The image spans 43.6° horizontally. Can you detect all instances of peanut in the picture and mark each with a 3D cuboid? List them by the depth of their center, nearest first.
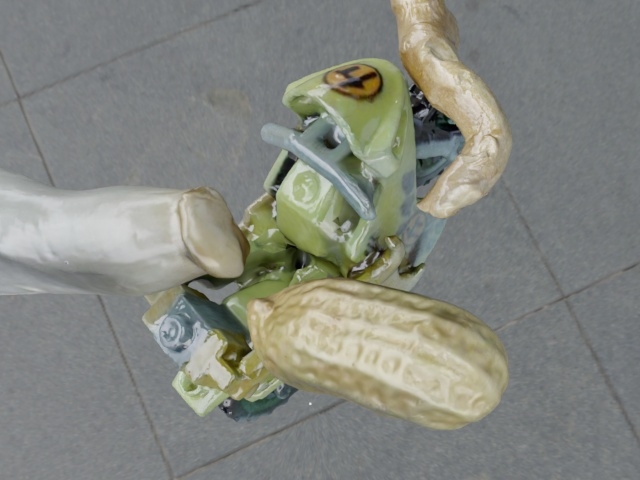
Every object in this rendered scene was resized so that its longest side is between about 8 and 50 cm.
[{"bbox_3d":[0.034,0.071,0.535,0.194,0.093,0.083,10,87,36],"label":"peanut"}]

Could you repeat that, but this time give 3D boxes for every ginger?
[{"bbox_3d":[0.091,-0.139,0.611,0.075,0.089,0.287,-14,60,14],"label":"ginger"}]

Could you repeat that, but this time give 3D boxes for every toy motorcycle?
[{"bbox_3d":[0.000,0.000,0.738,0.169,0.237,0.410,39,100,33],"label":"toy motorcycle"}]

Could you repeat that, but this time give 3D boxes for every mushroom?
[{"bbox_3d":[-0.219,-0.007,0.645,0.352,0.109,0.097,5,37,18],"label":"mushroom"}]
